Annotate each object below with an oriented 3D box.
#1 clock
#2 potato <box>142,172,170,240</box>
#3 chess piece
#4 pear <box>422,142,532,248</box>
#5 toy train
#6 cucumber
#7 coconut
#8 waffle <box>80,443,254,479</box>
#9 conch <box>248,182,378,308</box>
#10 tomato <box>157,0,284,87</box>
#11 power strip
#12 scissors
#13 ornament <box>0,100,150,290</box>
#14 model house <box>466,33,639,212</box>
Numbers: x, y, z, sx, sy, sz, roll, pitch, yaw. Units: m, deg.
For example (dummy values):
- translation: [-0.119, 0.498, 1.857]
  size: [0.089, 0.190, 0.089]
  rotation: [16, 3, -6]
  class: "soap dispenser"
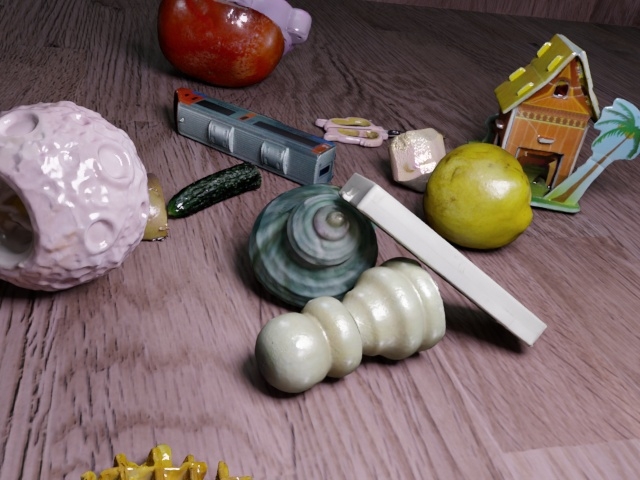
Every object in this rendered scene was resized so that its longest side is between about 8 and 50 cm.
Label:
- translation: [-0.196, -0.568, 1.848]
  size: [0.296, 0.113, 0.322]
  rotation: [20, -10, -32]
  class: "clock"
- translation: [-0.309, -0.076, 1.169]
  size: [0.101, 0.089, 0.172]
  rotation: [-5, 34, -19]
  class: "potato"
- translation: [0.029, 0.118, 0.914]
  size: [0.243, 0.133, 0.133]
  rotation: [-19, 40, -29]
  class: "chess piece"
- translation: [0.276, -0.077, 1.253]
  size: [0.200, 0.199, 0.200]
  rotation: [7, 30, -4]
  class: "pear"
- translation: [-0.159, -0.216, 1.458]
  size: [0.410, 0.086, 0.089]
  rotation: [24, 35, 23]
  class: "toy train"
- translation: [-0.193, -0.087, 1.264]
  size: [0.058, 0.052, 0.215]
  rotation: [50, 44, 9]
  class: "cucumber"
- translation: [0.198, -0.157, 1.435]
  size: [0.116, 0.122, 0.116]
  rotation: [-14, -4, -1]
  class: "coconut"
- translation: [-0.146, 0.284, 0.633]
  size: [0.229, 0.051, 0.232]
  rotation: [25, 34, 24]
  class: "waffle"
- translation: [0.000, 0.000, 1.053]
  size: [0.220, 0.195, 0.277]
  rotation: [-23, -7, -8]
  class: "conch"
- translation: [-0.256, -0.470, 1.751]
  size: [0.339, 0.143, 0.338]
  rotation: [11, -10, 2]
  class: "tomato"
- translation: [0.175, 0.032, 0.978]
  size: [0.367, 0.043, 0.106]
  rotation: [38, 3, -20]
  class: "power strip"
- translation: [0.151, -0.256, 1.677]
  size: [0.318, 0.024, 0.160]
  rotation: [0, 31, -16]
  class: "scissors"
- translation: [-0.355, -0.063, 0.965]
  size: [0.260, 0.259, 0.225]
  rotation: [20, 27, 17]
  class: "ornament"
- translation: [0.521, -0.258, 1.488]
  size: [0.340, 0.323, 0.300]
  rotation: [9, 30, -1]
  class: "model house"
